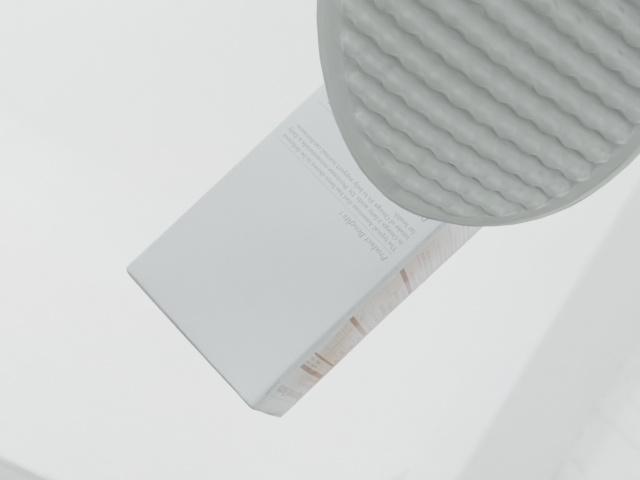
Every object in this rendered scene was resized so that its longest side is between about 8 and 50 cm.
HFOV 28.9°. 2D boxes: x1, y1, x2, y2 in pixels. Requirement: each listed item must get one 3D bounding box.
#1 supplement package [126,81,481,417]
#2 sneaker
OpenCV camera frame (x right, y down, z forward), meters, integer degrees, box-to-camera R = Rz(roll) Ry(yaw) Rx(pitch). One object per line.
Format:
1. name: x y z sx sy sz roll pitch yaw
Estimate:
1. supplement package: 0.000 0.000 0.697 0.105 0.179 0.105 47 -2 12
2. sneaker: 0.064 -0.150 0.323 0.102 0.282 0.161 8 35 1
